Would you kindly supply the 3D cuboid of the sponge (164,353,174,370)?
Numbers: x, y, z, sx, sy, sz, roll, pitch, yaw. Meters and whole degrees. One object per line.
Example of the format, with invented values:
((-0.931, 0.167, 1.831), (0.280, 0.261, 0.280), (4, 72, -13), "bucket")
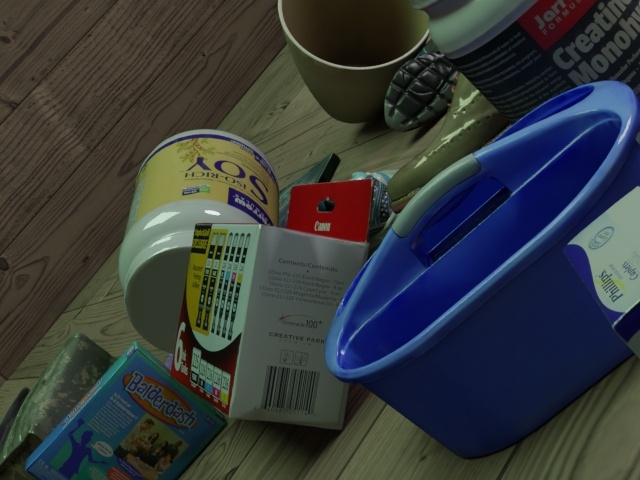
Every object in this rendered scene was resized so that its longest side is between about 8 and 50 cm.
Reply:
((-0.194, 0.154, 1.766), (0.117, 0.031, 0.210), (-37, 18, 33), "sponge")

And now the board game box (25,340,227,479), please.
((-0.251, 0.261, 1.407), (0.210, 0.160, 0.047), (-47, 15, -3), "board game box")

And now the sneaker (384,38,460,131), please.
((0.193, -0.269, 1.717), (0.267, 0.101, 0.106), (-52, -6, -13), "sneaker")

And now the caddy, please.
((0.150, 0.013, 0.913), (0.341, 0.179, 0.241), (-42, 17, 16), "caddy")

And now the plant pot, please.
((0.059, -0.324, 1.869), (0.256, 0.256, 0.274), (-53, -15, -21), "plant pot")

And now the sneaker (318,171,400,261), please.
((0.000, 0.000, 1.454), (0.283, 0.122, 0.110), (-37, 18, 33), "sneaker")

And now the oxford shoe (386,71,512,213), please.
((0.199, -0.170, 1.288), (0.348, 0.130, 0.123), (-40, -2, 13), "oxford shoe")

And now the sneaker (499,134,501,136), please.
((0.190, -0.053, 1.173), (0.068, 0.071, 0.170), (-35, 20, 39), "sneaker")

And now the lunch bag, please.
((-0.431, 0.327, 1.728), (0.287, 0.169, 0.235), (-46, 17, 33), "lunch bag")

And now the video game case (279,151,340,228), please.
((-0.073, -0.028, 1.912), (0.196, 0.026, 0.274), (-34, 21, 39), "video game case")

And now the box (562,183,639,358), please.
((0.232, 0.049, 0.673), (0.072, 0.137, 0.126), (-43, 16, 13), "box")

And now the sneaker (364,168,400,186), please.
((0.081, -0.061, 1.530), (0.083, 0.071, 0.191), (-21, 0, -22), "sneaker")

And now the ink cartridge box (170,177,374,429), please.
((-0.064, 0.054, 1.255), (0.309, 0.130, 0.271), (-179, 98, -71), "ink cartridge box")

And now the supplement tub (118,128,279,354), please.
((-0.184, 0.000, 1.685), (0.241, 0.241, 0.331), (-41, 26, 22), "supplement tub")

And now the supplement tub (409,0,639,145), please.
((0.231, -0.210, 1.070), (0.191, 0.272, 0.191), (-43, 16, 16), "supplement tub")
